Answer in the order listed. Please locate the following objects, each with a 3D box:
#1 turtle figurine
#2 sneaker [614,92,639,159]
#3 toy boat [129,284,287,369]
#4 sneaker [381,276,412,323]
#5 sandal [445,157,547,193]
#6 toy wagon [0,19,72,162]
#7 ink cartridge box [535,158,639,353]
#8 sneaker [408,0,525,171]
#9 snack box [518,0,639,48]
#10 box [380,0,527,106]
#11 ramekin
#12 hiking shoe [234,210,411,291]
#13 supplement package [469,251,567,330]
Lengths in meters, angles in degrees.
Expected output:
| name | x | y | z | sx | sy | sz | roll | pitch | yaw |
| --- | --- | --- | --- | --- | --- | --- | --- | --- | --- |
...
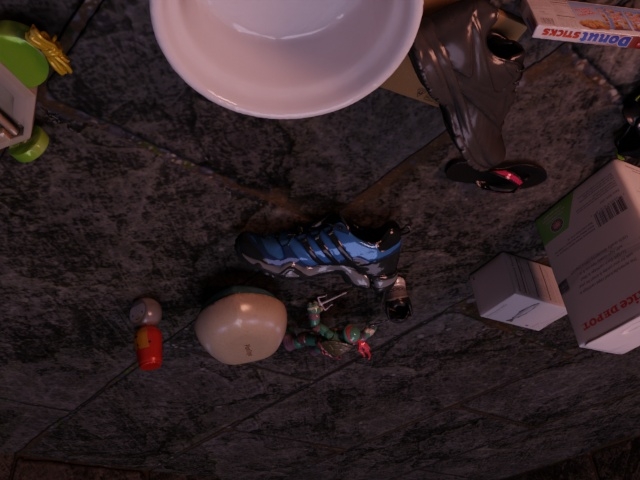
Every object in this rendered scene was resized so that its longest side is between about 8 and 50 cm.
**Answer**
| name | x | y | z | sx | sy | sz | roll | pitch | yaw |
| --- | --- | --- | --- | --- | --- | --- | --- | --- | --- |
| turtle figurine | 0.027 | 0.204 | 1.401 | 0.175 | 0.118 | 0.234 | 36 | 141 | -26 |
| sneaker | 0.503 | -0.193 | 0.933 | 0.097 | 0.084 | 0.234 | -5 | 145 | 1 |
| toy boat | -0.229 | 0.167 | 1.304 | 0.319 | 0.148 | 0.267 | -8 | 151 | -10 |
| sneaker | 0.167 | 0.150 | 1.378 | 0.063 | 0.074 | 0.170 | -8 | 145 | 3 |
| sandal | 0.297 | -0.103 | 1.067 | 0.179 | 0.040 | 0.067 | 3 | 144 | -13 |
| toy wagon | -0.465 | -0.196 | 0.790 | 0.345 | 0.068 | 0.267 | -16 | 144 | 13 |
| ink cartridge box | 0.514 | 0.031 | 1.090 | 0.115 | 0.272 | 0.198 | 13 | 141 | -26 |
| sneaker | 0.214 | -0.196 | 0.833 | 0.130 | 0.109 | 0.286 | -26 | 143 | 15 |
| snack box | 0.344 | -0.276 | 0.804 | 0.179 | 0.064 | 0.022 | 2 | 143 | -12 |
| box | 0.145 | -0.258 | 0.837 | 0.201 | 0.021 | 0.164 | 12 | 141 | -24 |
| ramekin | -0.038 | -0.276 | 0.683 | 0.278 | 0.135 | 0.277 | -4 | 145 | -3 |
| hiking shoe | 0.000 | 0.000 | 1.140 | 0.304 | 0.113 | 0.132 | 7 | 113 | -9 |
| supplement package | 0.424 | 0.110 | 1.336 | 0.179 | 0.105 | 0.105 | 15 | 140 | -28 |
